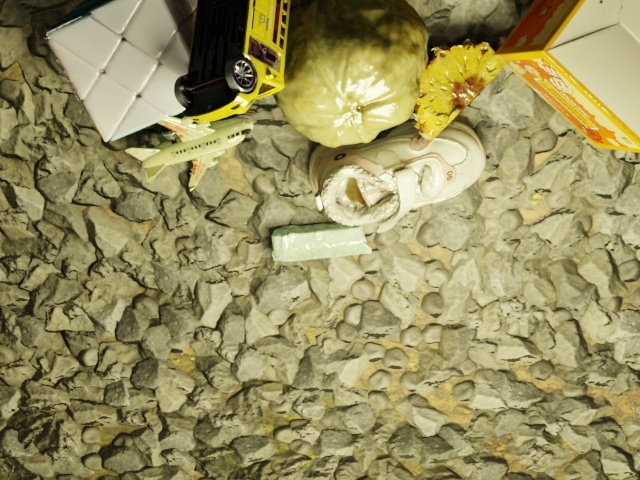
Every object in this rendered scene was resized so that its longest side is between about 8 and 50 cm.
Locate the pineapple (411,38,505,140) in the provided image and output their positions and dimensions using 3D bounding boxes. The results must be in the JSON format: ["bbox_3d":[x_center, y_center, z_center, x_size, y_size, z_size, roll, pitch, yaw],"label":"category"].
[{"bbox_3d":[0.239,-0.307,1.766,0.233,0.079,0.135,-42,84,-7],"label":"pineapple"}]

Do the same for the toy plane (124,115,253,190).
[{"bbox_3d":[-0.249,-0.191,1.842,0.244,0.092,0.229,-25,145,0],"label":"toy plane"}]

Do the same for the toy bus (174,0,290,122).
[{"bbox_3d":[-0.134,-0.349,1.594,0.145,0.331,0.151,-9,159,39],"label":"toy bus"}]

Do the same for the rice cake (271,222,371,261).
[{"bbox_3d":[-0.001,0.000,1.954,0.207,0.063,0.069,-7,109,3],"label":"rice cake"}]

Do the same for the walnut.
[{"bbox_3d":[0.049,-0.315,1.685,0.253,0.276,0.282,22,144,-34],"label":"walnut"}]

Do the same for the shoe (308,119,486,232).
[{"bbox_3d":[0.150,-0.113,1.822,0.351,0.198,0.171,-11,117,8],"label":"shoe"}]

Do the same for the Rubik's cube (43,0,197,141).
[{"bbox_3d":[-0.323,-0.344,1.706,0.231,0.224,0.221,-21,113,11],"label":"Rubik's cube"}]

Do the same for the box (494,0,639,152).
[{"bbox_3d":[0.518,-0.342,1.671,0.283,0.214,0.259,38,90,-15],"label":"box"}]
